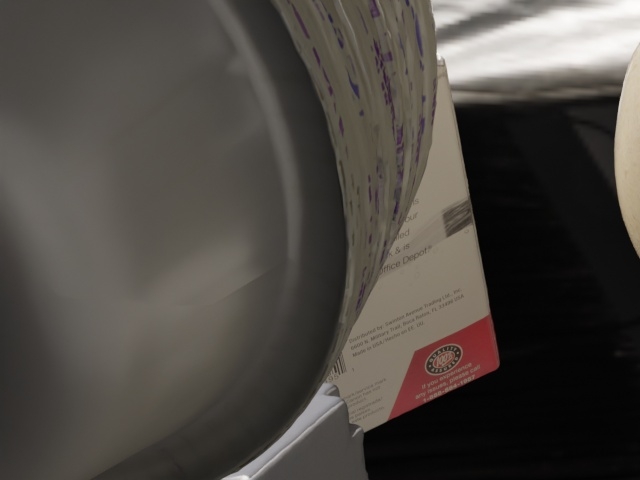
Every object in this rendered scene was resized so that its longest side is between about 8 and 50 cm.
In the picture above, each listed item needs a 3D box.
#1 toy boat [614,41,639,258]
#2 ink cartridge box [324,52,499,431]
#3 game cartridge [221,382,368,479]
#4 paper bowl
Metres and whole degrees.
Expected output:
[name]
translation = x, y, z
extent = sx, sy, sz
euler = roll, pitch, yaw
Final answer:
[toy boat]
translation = 0.244, -0.089, 0.625
extent = 0.148, 0.267, 0.318
euler = 42, 123, 30
[ink cartridge box]
translation = 0.000, 0.000, 0.958
extent = 0.092, 0.159, 0.217
euler = 49, 158, 50
[game cartridge]
translation = -0.018, 0.225, 0.735
extent = 0.196, 0.060, 0.294
euler = -32, -62, -75
[paper bowl]
translation = -0.120, -0.033, 0.478
extent = 0.148, 0.284, 0.284
euler = -61, -2, -47
